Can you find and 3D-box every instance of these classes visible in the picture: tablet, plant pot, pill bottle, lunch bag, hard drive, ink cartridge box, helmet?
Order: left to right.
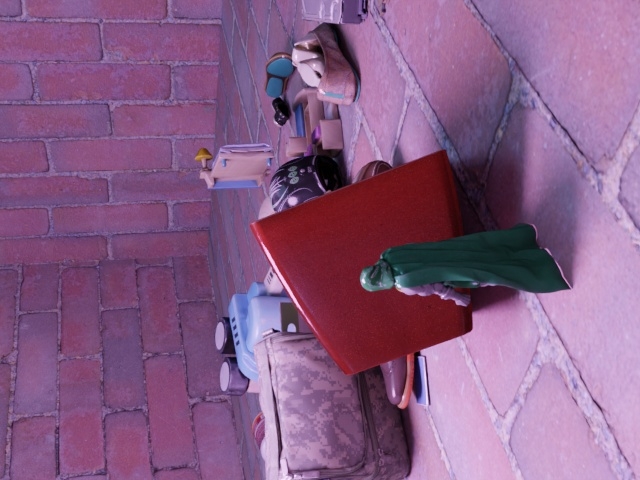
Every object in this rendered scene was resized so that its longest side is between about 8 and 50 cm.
[{"bbox_3d":[-0.125,0.593,2.365,0.221,0.121,0.121,-138,47,-70],"label":"pill bottle"},{"bbox_3d":[-0.036,-0.105,1.793,0.161,0.169,0.170,-27,59,29],"label":"helmet"},{"bbox_3d":[-0.023,0.214,1.715,0.056,0.235,0.171,-10,81,40],"label":"ink cartridge box"},{"bbox_3d":[-0.002,0.324,1.477,0.212,0.256,0.305,-32,56,40],"label":"lunch bag"},{"bbox_3d":[0.024,-0.578,1.681,0.339,0.064,0.237,-132,41,-67],"label":"hard drive"},{"bbox_3d":[0.085,0.038,1.127,0.267,0.267,0.236,-16,-95,-84],"label":"plant pot"},{"bbox_3d":[0.173,0.241,1.376,0.054,0.006,0.083,152,115,-74],"label":"tablet"}]

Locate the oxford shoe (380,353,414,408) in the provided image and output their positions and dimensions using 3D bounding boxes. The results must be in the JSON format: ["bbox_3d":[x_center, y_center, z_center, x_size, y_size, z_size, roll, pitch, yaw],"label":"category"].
[{"bbox_3d":[0.103,0.172,1.435,0.097,0.098,0.272,109,156,-55],"label":"oxford shoe"}]

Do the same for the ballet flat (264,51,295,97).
[{"bbox_3d":[-0.117,-0.478,2.221,0.232,0.080,0.073,132,148,-68],"label":"ballet flat"}]

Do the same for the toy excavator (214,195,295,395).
[{"bbox_3d":[-0.131,0.161,2.228,0.433,0.222,0.445,-106,33,-42],"label":"toy excavator"}]

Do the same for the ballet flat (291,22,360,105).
[{"bbox_3d":[-0.003,-0.391,1.730,0.316,0.106,0.108,-113,24,-53],"label":"ballet flat"}]

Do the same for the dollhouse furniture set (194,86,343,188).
[{"bbox_3d":[-0.136,-0.258,1.878,0.286,0.303,0.198,135,130,-71],"label":"dollhouse furniture set"}]

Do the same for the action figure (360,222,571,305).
[{"bbox_3d":[0.158,0.034,0.946,0.137,0.232,0.064,-114,25,-56],"label":"action figure"}]

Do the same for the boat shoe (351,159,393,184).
[{"bbox_3d":[0.121,0.002,1.363,0.116,0.123,0.325,-24,55,39],"label":"boat shoe"}]

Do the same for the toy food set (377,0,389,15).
[{"bbox_3d":[0.108,-0.480,1.454,0.078,0.019,0.122,134,131,-71],"label":"toy food set"}]

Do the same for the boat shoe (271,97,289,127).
[{"bbox_3d":[-0.111,-0.373,2.286,0.042,0.048,0.133,-45,30,26],"label":"boat shoe"}]

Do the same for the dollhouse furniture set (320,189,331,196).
[{"bbox_3d":[0.000,0.000,1.724,0.151,0.144,0.123,51,167,-6],"label":"dollhouse furniture set"}]
